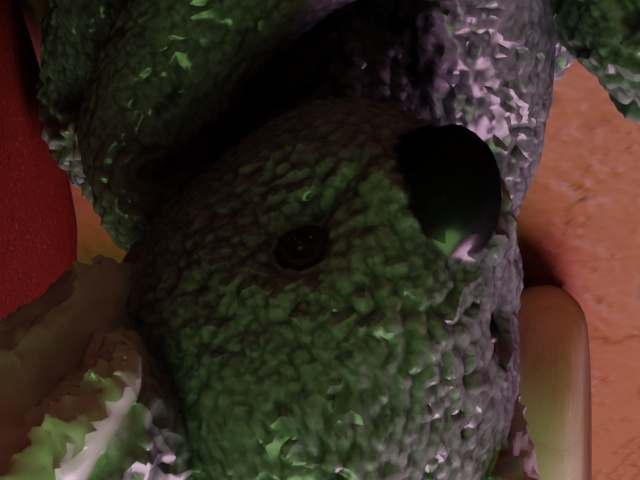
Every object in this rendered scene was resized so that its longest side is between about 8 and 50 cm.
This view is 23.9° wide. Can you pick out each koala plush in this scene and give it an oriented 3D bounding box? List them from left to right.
[{"bbox_3d":[0.000,0.000,0.414,0.196,0.221,0.203,21,139,-26],"label":"koala plush"}]

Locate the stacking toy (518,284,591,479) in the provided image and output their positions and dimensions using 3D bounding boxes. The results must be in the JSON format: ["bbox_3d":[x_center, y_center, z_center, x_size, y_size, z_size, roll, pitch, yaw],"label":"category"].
[{"bbox_3d":[-0.056,0.088,0.630,0.330,0.141,0.141,0,144,12],"label":"stacking toy"}]

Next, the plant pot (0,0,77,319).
[{"bbox_3d":[-0.201,0.031,0.449,0.267,0.267,0.236,-10,154,13],"label":"plant pot"}]
